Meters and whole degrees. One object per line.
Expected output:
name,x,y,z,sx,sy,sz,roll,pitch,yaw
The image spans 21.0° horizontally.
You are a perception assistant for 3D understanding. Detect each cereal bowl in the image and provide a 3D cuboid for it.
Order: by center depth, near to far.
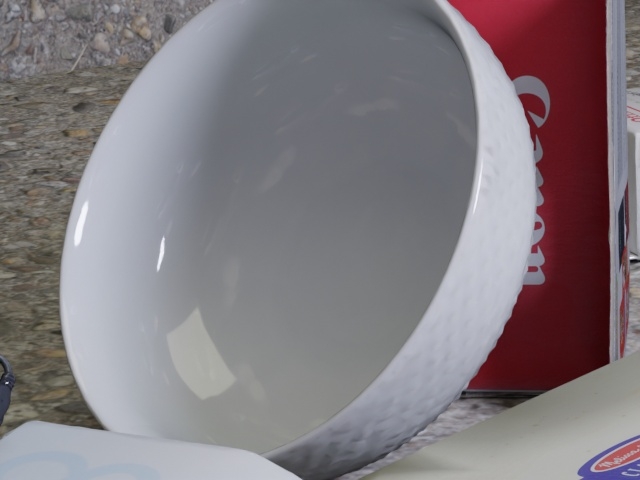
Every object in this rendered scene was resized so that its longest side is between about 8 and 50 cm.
cereal bowl,0.000,0.000,1.100,0.339,0.339,0.141,12,-12,43

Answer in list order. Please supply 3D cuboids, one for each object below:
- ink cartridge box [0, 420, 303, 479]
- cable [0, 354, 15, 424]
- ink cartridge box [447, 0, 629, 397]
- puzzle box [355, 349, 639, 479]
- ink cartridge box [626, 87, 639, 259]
ink cartridge box,-0.050,0.189,0.763,0.385,0.091,0.308,2,16,24
cable,-0.267,0.131,1.007,0.151,0.047,0.184,-14,28,33
ink cartridge box,0.149,-0.057,1.210,0.130,0.309,0.272,0,15,11
puzzle box,0.246,0.097,0.854,0.272,0.052,0.409,2,14,45
ink cartridge box,0.339,-0.073,1.599,0.354,0.119,0.207,-8,16,-16
